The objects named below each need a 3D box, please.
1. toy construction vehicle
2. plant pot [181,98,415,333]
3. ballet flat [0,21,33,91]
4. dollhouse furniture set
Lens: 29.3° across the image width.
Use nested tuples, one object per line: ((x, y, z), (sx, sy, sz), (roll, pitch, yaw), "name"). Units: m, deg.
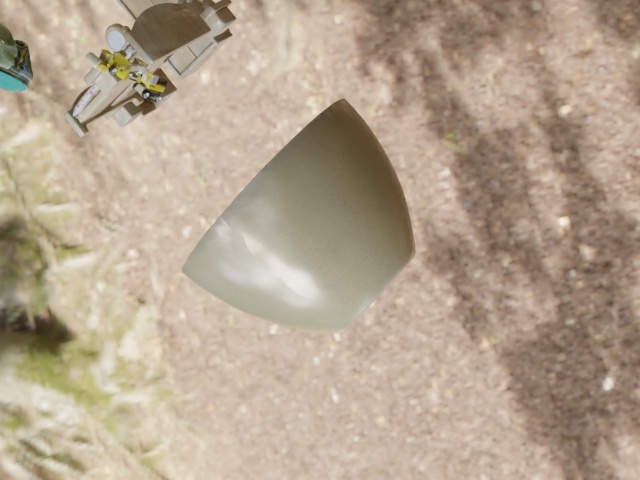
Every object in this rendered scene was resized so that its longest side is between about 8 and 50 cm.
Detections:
((-0.227, -0.206, 1.471), (0.086, 0.098, 0.035), (40, 104, 31), "toy construction vehicle")
((0.000, 0.000, 1.460), (0.191, 0.284, 0.284), (44, 150, 2), "plant pot")
((-0.355, -0.203, 1.233), (0.070, 0.070, 0.188), (70, -168, 14), "ballet flat")
((-0.310, -0.270, 1.744), (0.174, 0.355, 0.303), (51, 130, -2), "dollhouse furniture set")
